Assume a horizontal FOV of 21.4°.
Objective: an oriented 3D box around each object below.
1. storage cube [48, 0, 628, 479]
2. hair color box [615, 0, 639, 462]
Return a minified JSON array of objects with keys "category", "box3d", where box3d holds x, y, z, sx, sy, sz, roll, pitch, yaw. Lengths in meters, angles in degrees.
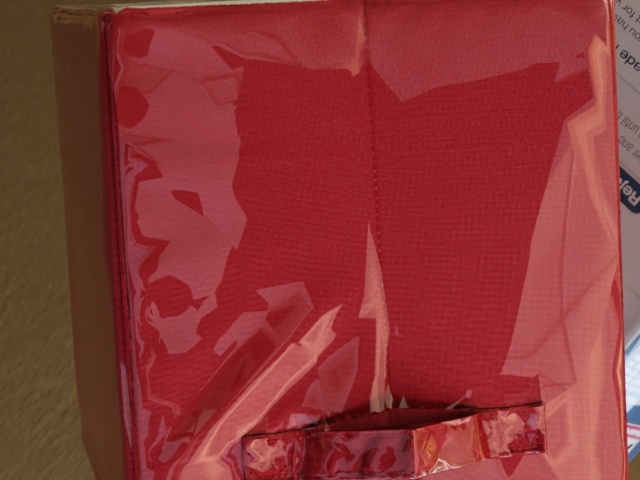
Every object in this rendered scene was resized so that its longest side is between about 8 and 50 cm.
[{"category":"storage cube","box3d":[0.000,0.000,0.654,0.183,0.215,0.193,-5,-82,-13]},{"category":"hair color box","box3d":[0.180,-0.050,0.895,0.105,0.347,0.174,19,-156,-52]}]
